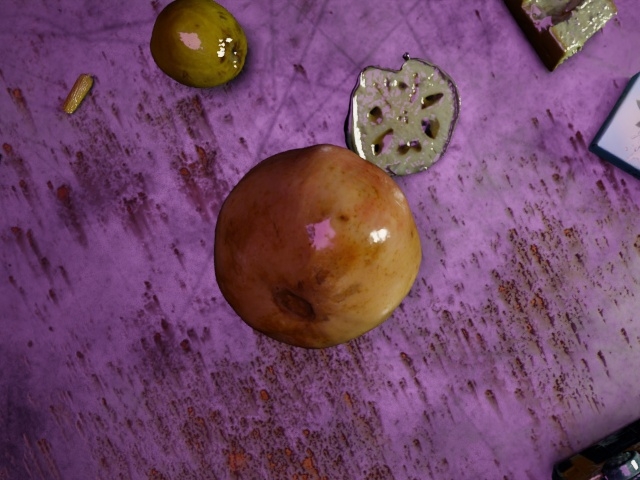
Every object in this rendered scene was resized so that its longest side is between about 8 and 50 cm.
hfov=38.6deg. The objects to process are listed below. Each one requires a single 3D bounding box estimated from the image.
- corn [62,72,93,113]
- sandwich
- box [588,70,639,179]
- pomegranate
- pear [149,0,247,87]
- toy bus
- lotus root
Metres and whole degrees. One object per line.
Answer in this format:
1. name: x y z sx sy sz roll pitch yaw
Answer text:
1. corn: -0.430 -0.263 1.623 0.027 0.028 0.083 35 99 0
2. sandwich: 0.358 -0.407 1.475 0.122 0.128 0.236 -35 87 -2
3. box: 0.573 -0.153 1.472 0.232 0.083 0.142 32 94 7
4. pomegranate: 0.000 0.000 1.446 0.338 0.338 0.338 0 91 7
5. pear: -0.205 -0.332 1.535 0.162 0.149 0.149 23 94 10
6. toy bus: 0.537 0.363 1.429 0.323 0.194 0.162 -30 88 3
7. lotus root: 0.131 -0.209 1.531 0.183 0.078 0.203 19 101 -7
